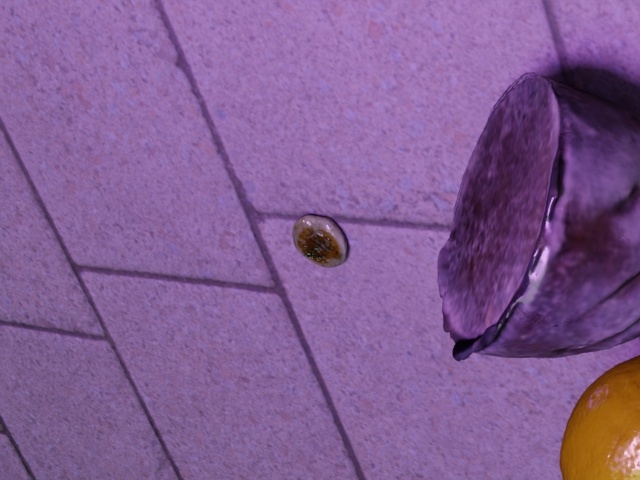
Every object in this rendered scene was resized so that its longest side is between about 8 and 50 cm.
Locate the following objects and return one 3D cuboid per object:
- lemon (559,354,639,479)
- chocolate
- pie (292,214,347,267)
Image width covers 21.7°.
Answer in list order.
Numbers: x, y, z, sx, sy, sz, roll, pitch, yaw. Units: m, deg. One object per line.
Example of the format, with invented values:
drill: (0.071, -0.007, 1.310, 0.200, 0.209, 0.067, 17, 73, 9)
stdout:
lemon: (0.395, 0.226, 1.827, 0.240, 0.240, 0.219, 36, 131, 7)
chocolate: (0.269, -0.005, 1.699, 0.213, 0.303, 0.303, 15, 144, -12)
pie: (0.000, 0.000, 2.115, 0.085, 0.017, 0.085, 23, 139, 21)
